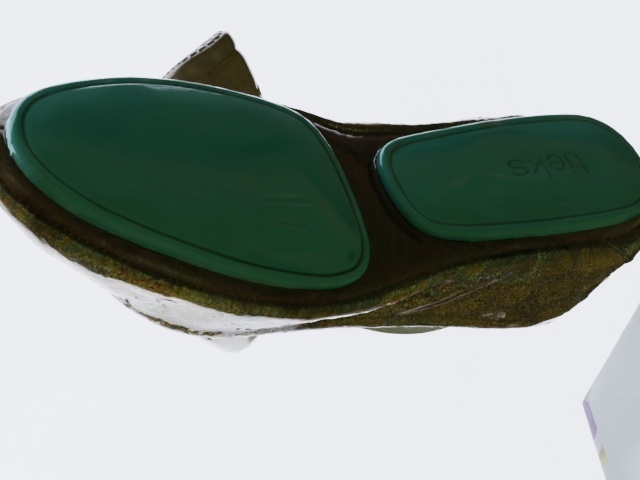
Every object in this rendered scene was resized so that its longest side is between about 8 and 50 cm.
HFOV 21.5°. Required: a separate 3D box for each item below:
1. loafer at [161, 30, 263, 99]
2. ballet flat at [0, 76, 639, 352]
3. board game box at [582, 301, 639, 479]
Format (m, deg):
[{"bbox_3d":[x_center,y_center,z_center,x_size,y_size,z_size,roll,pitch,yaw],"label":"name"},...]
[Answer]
[{"bbox_3d":[-0.079,-0.061,0.927,0.056,0.148,0.050,-40,-88,-33],"label":"loafer"},{"bbox_3d":[0.000,0.000,0.767,0.349,0.123,0.123,-1,-83,-34],"label":"ballet flat"},{"bbox_3d":[0.318,0.120,0.985,0.275,0.144,0.142,14,-57,-15],"label":"board game box"}]
